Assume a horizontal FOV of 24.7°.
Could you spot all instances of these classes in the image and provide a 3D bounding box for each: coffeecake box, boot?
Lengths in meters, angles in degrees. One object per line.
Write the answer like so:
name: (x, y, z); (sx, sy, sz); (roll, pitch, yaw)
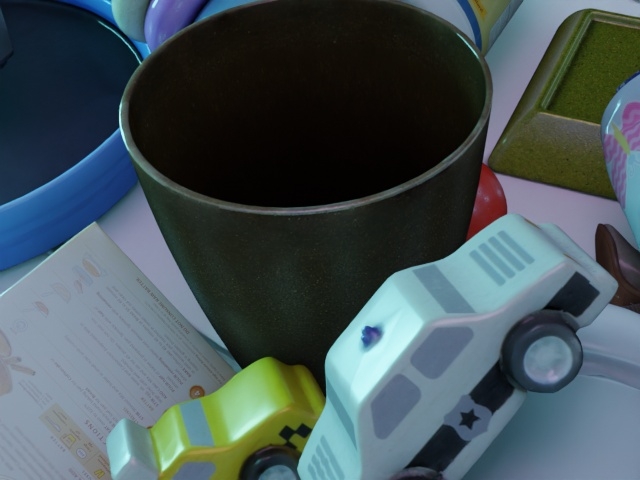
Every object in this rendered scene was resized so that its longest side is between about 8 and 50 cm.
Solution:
coffeecake box: (-0.166, 0.103, 0.915); (0.142, 0.068, 0.185); (47, 61, 4)
boot: (0.239, 0.032, 0.992); (0.086, 0.042, 0.118); (-2, 47, -3)

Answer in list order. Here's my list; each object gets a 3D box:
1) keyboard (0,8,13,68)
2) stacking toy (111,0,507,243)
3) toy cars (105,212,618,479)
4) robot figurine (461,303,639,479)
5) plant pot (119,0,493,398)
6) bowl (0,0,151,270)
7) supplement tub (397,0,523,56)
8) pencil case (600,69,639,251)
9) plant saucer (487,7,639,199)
keyboard: (-0.380, -0.215, 1.211); (0.201, 0.033, 0.317); (-19, 46, -10)
stacking toy: (0.000, -0.100, 1.053); (0.141, 0.141, 0.330); (-36, 73, -24)
toy cars: (-0.019, 0.099, 0.758); (0.087, 0.393, 0.176); (36, 48, -21)
robot figurine: (0.119, 0.173, 0.758); (0.299, 0.200, 0.353); (-15, 40, 30)
plant pot: (0.000, 0.000, 0.914); (0.215, 0.230, 0.215); (-3, 41, 3)
bowl: (-0.304, -0.119, 1.182); (0.391, 0.077, 0.391); (-4, 47, 4)
supplement tub: (0.092, -0.214, 1.169); (0.144, 0.144, 0.200); (18, 52, 23)
pencil case: (0.265, -0.003, 0.915); (0.124, 0.113, 0.273); (-39, 36, 26)
plant saucer: (0.245, -0.111, 1.118); (0.188, 0.045, 0.188); (15, 51, 21)
